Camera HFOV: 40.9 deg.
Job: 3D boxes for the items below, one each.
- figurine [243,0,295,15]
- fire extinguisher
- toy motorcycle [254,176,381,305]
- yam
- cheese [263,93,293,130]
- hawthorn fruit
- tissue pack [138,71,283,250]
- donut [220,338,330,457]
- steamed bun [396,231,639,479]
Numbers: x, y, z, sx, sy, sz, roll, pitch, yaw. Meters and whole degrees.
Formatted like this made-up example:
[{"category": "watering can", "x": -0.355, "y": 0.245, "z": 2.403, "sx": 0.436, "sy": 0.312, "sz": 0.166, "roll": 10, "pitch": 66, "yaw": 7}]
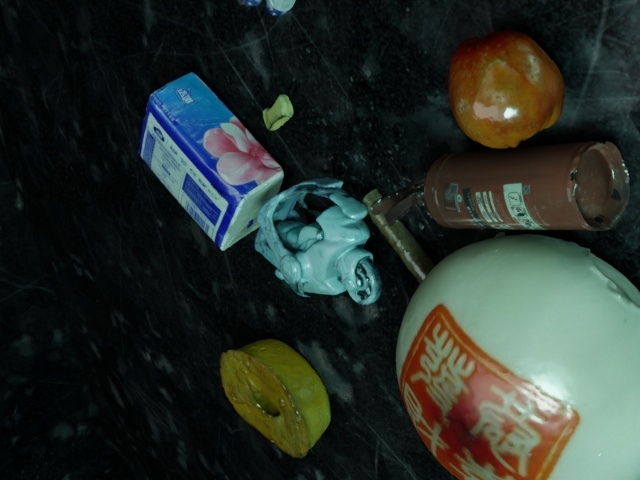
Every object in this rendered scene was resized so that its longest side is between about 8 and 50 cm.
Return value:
[{"category": "figurine", "x": -0.025, "y": -0.398, "z": 1.161, "sx": 0.194, "sy": 0.133, "sz": 0.274, "roll": 17, "pitch": 162, "yaw": 7}, {"category": "fire extinguisher", "x": 0.204, "y": -0.056, "z": 1.087, "sx": 0.337, "sy": 0.147, "sz": 0.106, "roll": 0, "pitch": 114, "yaw": 53}, {"category": "toy motorcycle", "x": 0.000, "y": 0.000, "z": 1.416, "sx": 0.260, "sy": 0.154, "sz": 0.206, "roll": 4, "pitch": 107, "yaw": 53}, {"category": "yam", "x": 0.172, "y": 0.054, "z": 1.317, "sx": 0.327, "sy": 0.045, "sz": 0.045, "roll": 52, "pitch": 180, "yaw": 12}, {"category": "cheese", "x": -0.074, "y": -0.216, "z": 1.446, "sx": 0.083, "sy": 0.030, "sz": 0.044, "roll": -24, "pitch": 74, "yaw": 62}, {"category": "hawthorn fruit", "x": 0.213, "y": -0.179, "z": 1.000, "sx": 0.133, "sy": 0.133, "sz": 0.138, "roll": -20, "pitch": 96, "yaw": 57}, {"category": "tissue pack", "x": -0.204, "y": -0.146, "z": 1.586, "sx": 0.269, "sy": 0.137, "sz": 0.209, "roll": 47, "pitch": 145, "yaw": 13}, {"category": "donut", "x": -0.088, "y": 0.328, "z": 1.826, "sx": 0.277, "sy": 0.108, "sz": 0.277, "roll": 33, "pitch": 139, "yaw": 34}, {"category": "steamed bun", "x": 0.253, "y": 0.189, "z": 1.102, "sx": 0.374, "sy": 0.241, "sz": 0.374, "roll": 25, "pitch": 133, "yaw": 31}]
